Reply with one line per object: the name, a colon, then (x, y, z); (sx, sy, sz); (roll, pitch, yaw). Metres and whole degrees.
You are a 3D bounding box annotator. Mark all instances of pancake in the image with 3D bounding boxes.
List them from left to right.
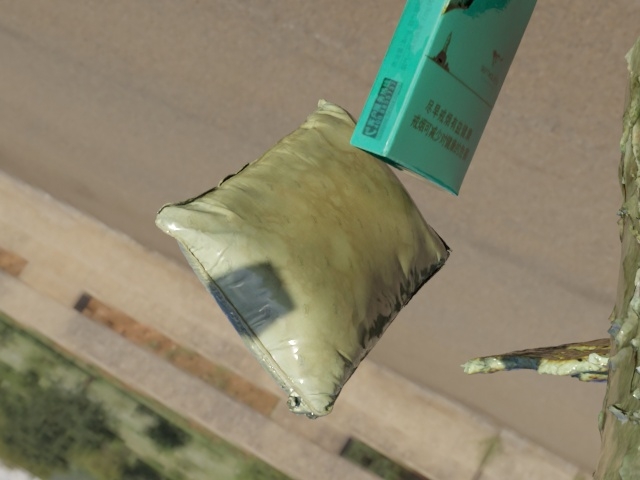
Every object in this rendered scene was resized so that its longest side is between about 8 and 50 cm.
pancake: (0.371, 0.145, 1.365); (0.304, 0.067, 0.426); (-4, 175, -22)

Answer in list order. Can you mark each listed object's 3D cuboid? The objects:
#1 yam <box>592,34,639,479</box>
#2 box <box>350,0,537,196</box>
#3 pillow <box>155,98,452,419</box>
yam: (0.256, 0.020, 0.611); (0.240, 0.348, 0.241); (8, 144, 6)
box: (0.114, -0.161, 0.946); (0.042, 0.227, 0.161); (22, -178, 28)
pillow: (0.000, 0.000, 0.902); (0.075, 0.302, 0.185); (-35, 94, 33)
